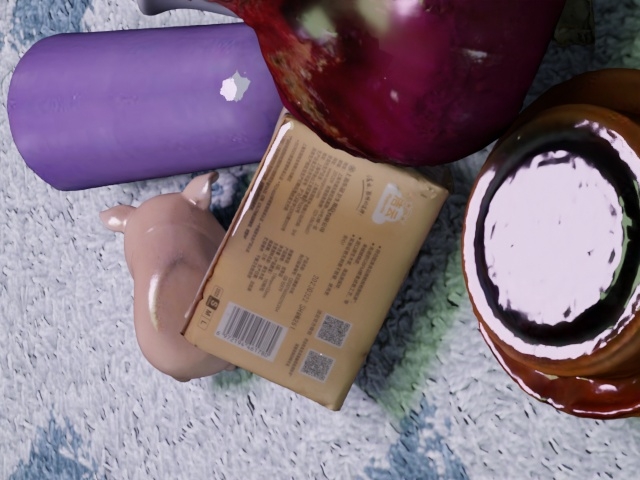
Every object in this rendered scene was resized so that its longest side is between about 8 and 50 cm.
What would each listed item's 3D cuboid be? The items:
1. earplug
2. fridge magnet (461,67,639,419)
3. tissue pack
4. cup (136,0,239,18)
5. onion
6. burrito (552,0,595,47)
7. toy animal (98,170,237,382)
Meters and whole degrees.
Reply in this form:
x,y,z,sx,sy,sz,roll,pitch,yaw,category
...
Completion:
x,y,z,sx,sy,sz,roll,pitch,yaw,category
-0.177,-0.177,2.301,0.456,0.215,0.215,-2,85,42,earplug
0.284,0.002,1.851,0.364,0.155,0.363,-6,82,44,fridge magnet
0.000,0.000,2.129,0.238,0.239,0.305,42,115,39,tissue pack
-0.078,-0.404,2.172,0.163,0.347,0.347,22,105,5,cup
0.023,-0.256,1.853,0.398,0.420,0.398,24,119,52,onion
0.270,-0.292,1.974,0.051,0.042,0.171,-8,85,22,burrito
-0.179,0.054,2.306,0.167,0.154,0.250,-14,70,-1,toy animal
